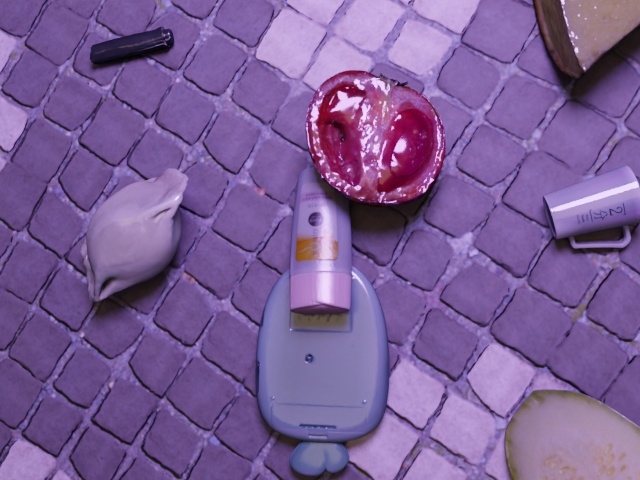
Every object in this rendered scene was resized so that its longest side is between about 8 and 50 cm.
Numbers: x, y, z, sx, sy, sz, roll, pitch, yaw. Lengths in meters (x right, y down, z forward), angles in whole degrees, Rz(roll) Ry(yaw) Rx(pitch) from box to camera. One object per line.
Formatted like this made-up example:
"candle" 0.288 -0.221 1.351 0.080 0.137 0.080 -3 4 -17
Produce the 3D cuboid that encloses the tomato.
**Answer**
"tomato" 0.067 -0.127 0.915 0.189 0.099 0.173 20 81 -4

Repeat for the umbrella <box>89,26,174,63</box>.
"umbrella" -0.285 -0.295 1.027 0.133 0.031 0.036 -10 86 8

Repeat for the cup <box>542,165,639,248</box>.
"cup" 0.359 -0.033 0.885 0.116 0.074 0.104 -17 111 11

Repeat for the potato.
"potato" 0.412 -0.353 0.877 0.255 0.112 0.269 -11 87 5

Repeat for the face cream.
"face cream" 0.000 0.000 0.917 0.084 0.057 0.198 -3 69 10

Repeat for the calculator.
"calculator" 0.001 0.173 0.935 0.186 0.041 0.298 1 84 9

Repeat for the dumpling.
"dumpling" -0.267 -0.019 0.965 0.229 0.124 0.151 -44 42 11

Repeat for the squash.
"squash" 0.344 0.308 0.795 0.261 0.189 0.189 34 92 6
